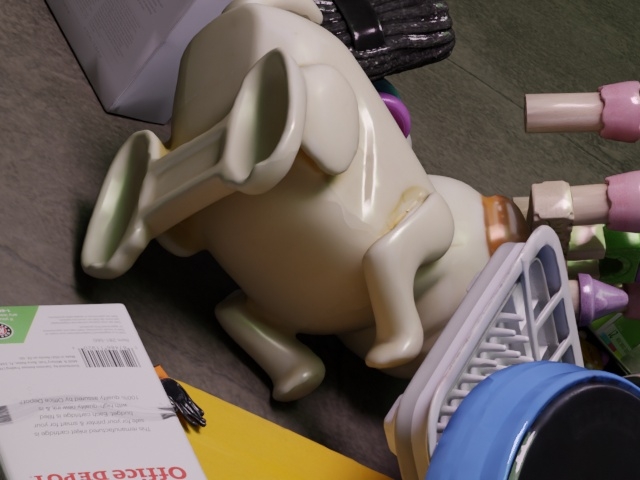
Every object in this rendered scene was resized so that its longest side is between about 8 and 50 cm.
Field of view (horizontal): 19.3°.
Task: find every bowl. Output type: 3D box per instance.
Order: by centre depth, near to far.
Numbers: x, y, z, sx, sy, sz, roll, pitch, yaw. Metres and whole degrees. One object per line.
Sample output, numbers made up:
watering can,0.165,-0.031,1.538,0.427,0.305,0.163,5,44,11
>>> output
bowl,0.225,0.297,1.632,0.391,0.077,0.391,13,73,-48

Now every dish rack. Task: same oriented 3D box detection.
dish rack,0.154,0.173,1.738,0.333,0.072,0.285,-53,138,-48

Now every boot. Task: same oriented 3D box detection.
boot,-0.028,-0.271,2.156,0.348,0.260,0.131,53,-16,37

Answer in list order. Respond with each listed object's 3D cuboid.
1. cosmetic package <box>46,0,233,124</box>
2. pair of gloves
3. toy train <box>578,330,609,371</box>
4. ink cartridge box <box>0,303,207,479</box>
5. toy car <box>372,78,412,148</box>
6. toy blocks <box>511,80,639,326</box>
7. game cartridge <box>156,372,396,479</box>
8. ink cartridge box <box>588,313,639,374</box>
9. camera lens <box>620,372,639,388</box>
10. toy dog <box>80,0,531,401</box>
cosmetic package,-0.196,-0.360,2.075,0.097,0.284,0.377,9,41,-46
pair of gloves,-0.137,0.140,1.611,0.074,0.010,0.083,45,26,15
toy train,0.274,0.126,2.216,0.125,0.046,0.166,41,24,3
ink cartridge box,-0.200,0.153,1.459,0.160,0.093,0.219,0,40,-30
toy car,0.044,-0.114,2.148,0.159,0.136,0.182,29,48,-21
toy blocks,0.348,0.024,2.019,0.260,0.288,0.309,-1,62,1
game cartridge,-0.057,0.257,1.598,0.323,0.053,0.285,26,30,-21
ink cartridge box,0.380,0.102,2.256,0.255,0.097,0.189,51,4,20
camera lens,0.386,0.272,1.945,0.274,0.219,0.219,24,32,-30
toy dog,0.012,-0.019,1.865,0.408,0.284,0.395,38,33,-30
